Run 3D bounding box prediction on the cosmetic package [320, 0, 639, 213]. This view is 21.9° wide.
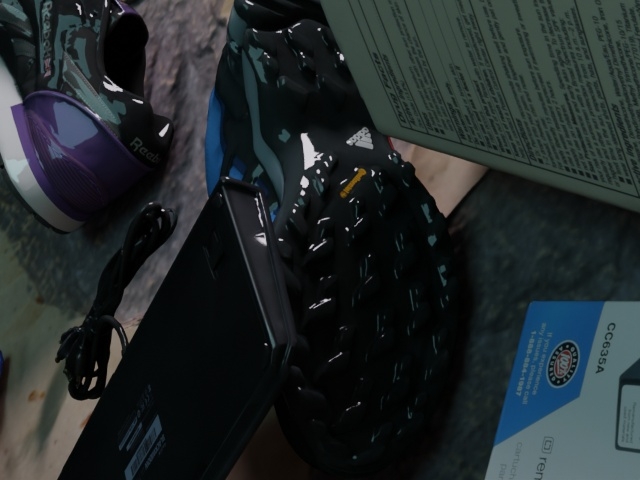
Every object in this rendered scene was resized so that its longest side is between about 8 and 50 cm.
[{"bbox_3d":[0.135,-0.113,0.770,0.129,0.153,0.296,-39,35,-22],"label":"cosmetic package"}]

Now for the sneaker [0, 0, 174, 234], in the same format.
[{"bbox_3d":[-0.184,-0.149,1.193,0.124,0.107,0.283,-32,65,15],"label":"sneaker"}]

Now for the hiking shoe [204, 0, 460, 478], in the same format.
[{"bbox_3d":[0.000,0.000,0.933,0.132,0.113,0.304,121,148,-55],"label":"hiking shoe"}]

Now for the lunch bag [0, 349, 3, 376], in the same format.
[{"bbox_3d":[-0.334,0.227,1.126,0.221,0.138,0.293,-24,60,33],"label":"lunch bag"}]

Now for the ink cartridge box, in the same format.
[{"bbox_3d":[0.166,0.100,0.683,0.191,0.082,0.139,-4,64,48],"label":"ink cartridge box"}]

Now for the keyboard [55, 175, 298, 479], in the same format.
[{"bbox_3d":[-0.095,0.085,0.926,0.317,0.033,0.201,-57,40,40],"label":"keyboard"}]
